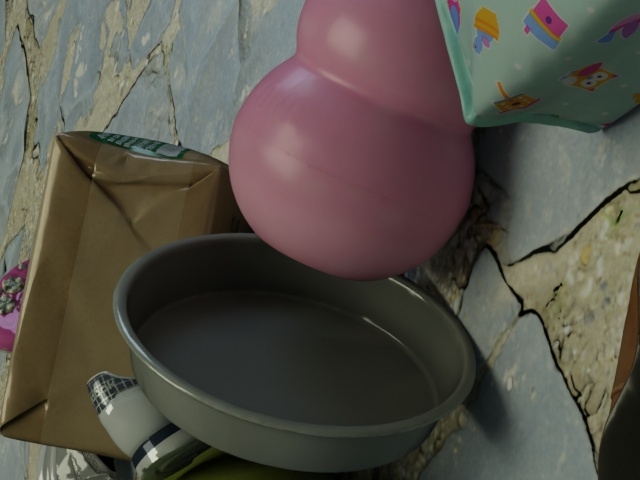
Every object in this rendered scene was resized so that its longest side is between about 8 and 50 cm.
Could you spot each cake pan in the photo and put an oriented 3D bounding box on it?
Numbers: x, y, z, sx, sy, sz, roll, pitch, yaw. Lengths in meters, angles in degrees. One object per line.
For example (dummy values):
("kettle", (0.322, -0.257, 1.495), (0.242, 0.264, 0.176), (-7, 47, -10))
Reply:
("cake pan", (-0.023, 0.087, 1.199), (0.293, 0.293, 0.054), (-122, 40, -54))

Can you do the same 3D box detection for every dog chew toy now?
("dog chew toy", (0.058, -0.137, 1.222), (0.332, 0.206, 0.206), (-66, 28, 13))

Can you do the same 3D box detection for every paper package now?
("paper package", (-0.180, 0.055, 1.527), (0.325, 0.168, 0.309), (-1, -79, -84))

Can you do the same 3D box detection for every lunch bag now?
("lunch bag", (0.181, -0.235, 1.037), (0.223, 0.160, 0.262), (-42, 51, 54))

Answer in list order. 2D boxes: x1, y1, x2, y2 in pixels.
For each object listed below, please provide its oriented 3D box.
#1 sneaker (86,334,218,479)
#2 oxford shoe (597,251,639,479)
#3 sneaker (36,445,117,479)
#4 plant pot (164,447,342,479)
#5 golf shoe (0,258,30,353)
("sneaker", (-0.089, 0.114, 1.253), (0.095, 0.235, 0.090), (48, 125, 15))
("oxford shoe", (0.223, 0.092, 0.965), (0.076, 0.076, 0.212), (-41, -39, -83))
("sneaker", (-0.291, 0.211, 1.972), (0.115, 0.105, 0.281), (-15, 59, 26))
("plant pot", (-0.060, 0.280, 1.290), (0.293, 0.274, 0.275), (-107, 32, -73))
("golf shoe", (-0.309, 0.070, 1.887), (0.306, 0.115, 0.140), (-44, -26, -46))
